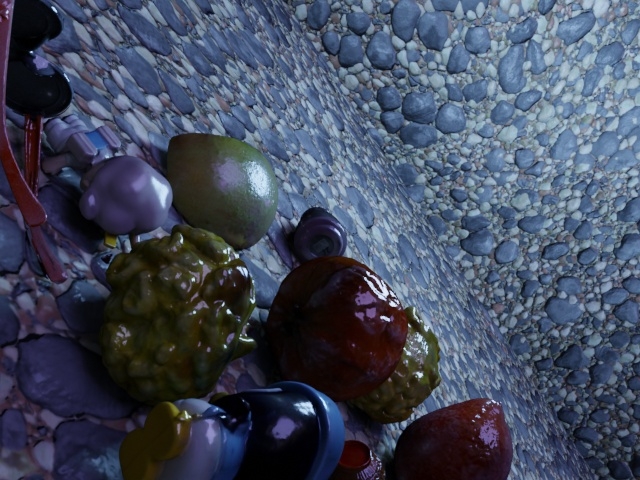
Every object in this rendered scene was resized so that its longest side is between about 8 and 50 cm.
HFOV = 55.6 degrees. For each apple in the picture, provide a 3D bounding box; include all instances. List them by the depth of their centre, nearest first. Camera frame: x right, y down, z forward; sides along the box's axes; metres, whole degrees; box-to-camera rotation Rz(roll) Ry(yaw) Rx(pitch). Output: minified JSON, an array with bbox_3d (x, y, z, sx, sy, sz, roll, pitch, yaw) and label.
[{"bbox_3d":[-0.154,-0.085,1.100,0.265,0.120,0.193,25,49,-52],"label":"apple"}]

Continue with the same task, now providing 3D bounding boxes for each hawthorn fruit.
[{"bbox_3d":[0.053,0.154,1.030,0.272,0.242,0.241,19,41,-36],"label":"hawthorn fruit"}]

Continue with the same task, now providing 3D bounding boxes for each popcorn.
[{"bbox_3d":[-0.172,0.091,0.740,0.170,0.217,0.189,16,-3,10],"label":"popcorn"},{"bbox_3d":[0.136,0.237,1.214,0.250,0.190,0.250,48,32,-44],"label":"popcorn"}]

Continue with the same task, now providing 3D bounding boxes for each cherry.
[{"bbox_3d":[0.267,0.425,1.171,0.239,0.239,0.206,29,43,-53],"label":"cherry"}]

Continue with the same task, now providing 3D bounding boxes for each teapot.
[{"bbox_3d":[0.006,-0.007,1.358,0.148,0.116,0.146,45,14,-22],"label":"teapot"}]

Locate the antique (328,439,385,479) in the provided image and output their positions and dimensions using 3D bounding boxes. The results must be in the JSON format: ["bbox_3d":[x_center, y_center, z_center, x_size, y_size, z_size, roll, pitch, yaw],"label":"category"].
[{"bbox_3d":[0.051,0.369,0.945,0.104,0.104,0.104,47,23,-27],"label":"antique"}]

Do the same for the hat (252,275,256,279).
[{"bbox_3d":[-0.172,0.062,0.929,0.122,0.081,0.166,20,2,7],"label":"hat"}]

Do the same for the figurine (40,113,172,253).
[{"bbox_3d":[-0.280,-0.080,0.817,0.229,0.112,0.137,49,25,3],"label":"figurine"}]

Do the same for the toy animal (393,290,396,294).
[{"bbox_3d":[0.193,0.235,1.477,0.232,0.085,0.148,48,24,-35],"label":"toy animal"}]

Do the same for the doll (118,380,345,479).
[{"bbox_3d":[-0.081,0.241,0.717,0.314,0.177,0.141,27,23,-50],"label":"doll"}]

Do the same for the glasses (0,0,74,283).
[{"bbox_3d":[-0.331,-0.108,0.643,0.118,0.234,0.268,1,68,-19],"label":"glasses"}]
